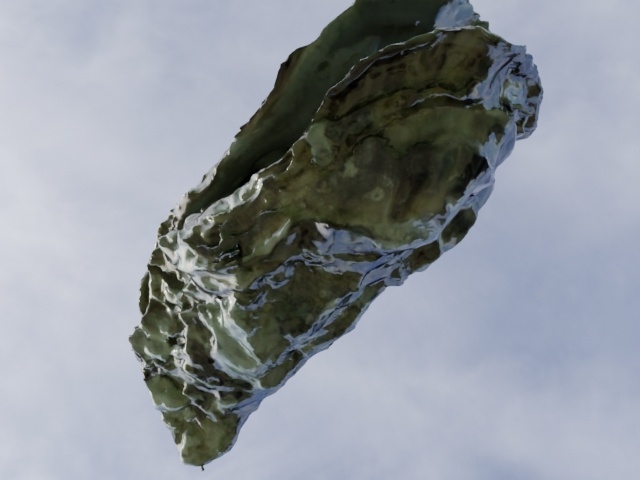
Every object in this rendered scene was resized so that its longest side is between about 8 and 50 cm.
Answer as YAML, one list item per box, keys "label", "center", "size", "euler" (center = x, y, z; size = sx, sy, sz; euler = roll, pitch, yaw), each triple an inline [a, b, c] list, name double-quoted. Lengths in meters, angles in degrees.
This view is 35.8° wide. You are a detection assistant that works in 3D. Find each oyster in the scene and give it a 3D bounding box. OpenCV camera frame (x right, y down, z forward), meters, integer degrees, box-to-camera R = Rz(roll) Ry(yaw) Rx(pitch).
- label: "oyster"
  center: [-0.005, 0.002, 0.595]
  size: [0.162, 0.158, 0.351]
  euler: [26, -64, -23]
